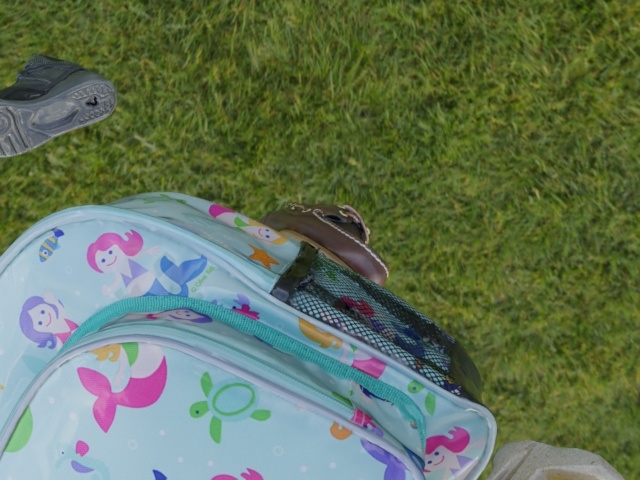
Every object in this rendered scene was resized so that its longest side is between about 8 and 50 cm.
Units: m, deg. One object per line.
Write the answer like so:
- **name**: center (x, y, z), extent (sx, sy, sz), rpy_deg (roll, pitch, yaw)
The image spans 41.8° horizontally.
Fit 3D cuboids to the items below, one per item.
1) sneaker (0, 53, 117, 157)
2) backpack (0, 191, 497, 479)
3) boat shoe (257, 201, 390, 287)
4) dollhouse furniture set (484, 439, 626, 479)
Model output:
- **sneaker**: center (-0.408, -0.187, 1.152), extent (0.227, 0.130, 0.087), rpy_deg (-26, 130, -23)
- **backpack**: center (-0.067, 0.101, 0.425), extent (0.253, 0.191, 0.225), rpy_deg (33, 103, 6)
- **boat shoe**: center (0.000, 0.000, 0.649), extent (0.073, 0.207, 0.073), rpy_deg (-42, 111, -13)
- **dollhouse furniture set**: center (0.133, 0.244, 0.293), extent (0.197, 0.151, 0.301), rpy_deg (-45, 108, -15)
